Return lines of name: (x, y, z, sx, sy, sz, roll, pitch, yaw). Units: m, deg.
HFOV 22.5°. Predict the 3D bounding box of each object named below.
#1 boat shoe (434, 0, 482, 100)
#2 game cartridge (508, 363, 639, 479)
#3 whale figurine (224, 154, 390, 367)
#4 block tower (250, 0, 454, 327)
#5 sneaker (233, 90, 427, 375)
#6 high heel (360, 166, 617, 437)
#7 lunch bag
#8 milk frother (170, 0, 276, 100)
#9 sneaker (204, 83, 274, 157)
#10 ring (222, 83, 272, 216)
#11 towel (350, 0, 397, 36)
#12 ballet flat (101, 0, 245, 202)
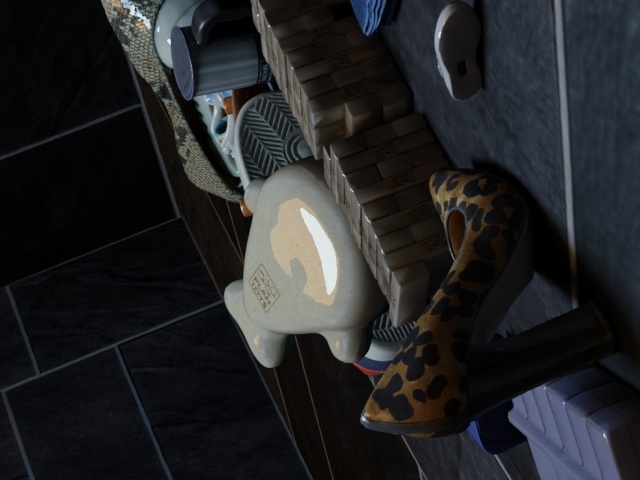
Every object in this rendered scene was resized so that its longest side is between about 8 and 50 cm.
boat shoe: (0.097, -0.144, 1.168, 0.035, 0.035, 0.100, 59, 175, 32)
game cartridge: (0.238, 0.259, 1.228, 0.230, 0.068, 0.355, -126, 16, -74)
whale figurine: (0.002, 0.024, 1.627, 0.216, 0.141, 0.272, 58, 141, 16)
block tower: (0.042, -0.094, 1.441, 0.091, 0.097, 0.335, 85, 163, -63)
sneaker: (0.000, 0.000, 1.790, 0.148, 0.131, 0.350, 98, 149, -64)
high heel: (0.080, 0.036, 1.201, 0.261, 0.186, 0.093, -123, 14, -51)
lunch bag: (0.149, 0.129, 1.408, 0.065, 0.067, 0.098, -139, 29, -71)
milk frother: (-0.102, -0.242, 1.795, 0.143, 0.134, 0.129, -125, 29, -50)
sneaker: (-0.092, -0.138, 2.147, 0.087, 0.092, 0.229, 54, 168, 55)
ring: (-0.054, -0.053, 1.969, 0.336, 0.032, 0.337, -15, -90, -79)
towel: (0.041, -0.221, 1.329, 0.119, 0.029, 0.067, 98, 150, -74)
ballet flat: (-0.154, -0.229, 2.218, 0.182, 0.164, 0.483, 31, 154, 38)
